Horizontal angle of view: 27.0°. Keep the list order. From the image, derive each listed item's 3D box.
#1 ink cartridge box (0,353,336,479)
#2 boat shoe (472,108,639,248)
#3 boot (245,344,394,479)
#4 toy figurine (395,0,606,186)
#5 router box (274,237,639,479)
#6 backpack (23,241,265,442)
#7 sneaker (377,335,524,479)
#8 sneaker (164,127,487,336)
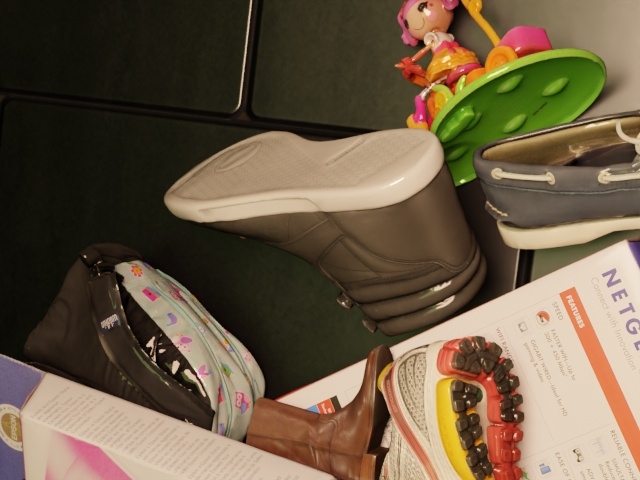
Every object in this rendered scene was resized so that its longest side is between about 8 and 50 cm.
[{"bbox_3d":[-0.149,0.275,1.036,0.330,0.071,0.324,15,120,23],"label":"ink cartridge box"},{"bbox_3d":[0.226,-0.062,0.892,0.254,0.095,0.079,-11,121,32],"label":"boat shoe"},{"bbox_3d":[-0.004,0.120,0.952,0.114,0.037,0.106,7,91,30],"label":"boot"},{"bbox_3d":[0.101,-0.146,0.963,0.173,0.130,0.159,-45,57,45],"label":"toy figurine"},{"bbox_3d":[0.160,0.210,0.939,0.301,0.082,0.335,-26,80,24],"label":"router box"},{"bbox_3d":[-0.134,0.102,1.061,0.182,0.115,0.152,42,120,17],"label":"backpack"},{"bbox_3d":[0.092,0.177,0.889,0.093,0.088,0.225,-9,87,46],"label":"sneaker"},{"bbox_3d":[0.000,0.000,0.999,0.296,0.104,0.147,2,130,48],"label":"sneaker"}]
